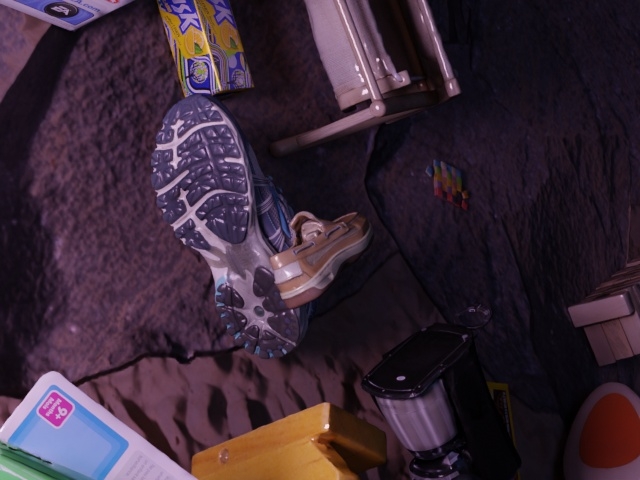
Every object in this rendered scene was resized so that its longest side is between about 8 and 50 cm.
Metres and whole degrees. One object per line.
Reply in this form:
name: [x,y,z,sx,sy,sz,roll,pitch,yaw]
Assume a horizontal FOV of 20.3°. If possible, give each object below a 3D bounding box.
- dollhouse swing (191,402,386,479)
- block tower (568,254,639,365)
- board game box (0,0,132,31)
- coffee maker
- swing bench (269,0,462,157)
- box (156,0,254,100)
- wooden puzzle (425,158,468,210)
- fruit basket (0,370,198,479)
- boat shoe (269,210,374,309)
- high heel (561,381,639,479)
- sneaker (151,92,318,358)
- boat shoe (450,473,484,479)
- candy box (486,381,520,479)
dollhouse swing: [0.040,0.379,1.695,0.305,0.315,0.346,17,61,-33]
block tower: [0.466,0.069,2.459,0.335,0.091,0.097,-28,96,-51]
board game box: [-0.242,-0.318,1.605,0.308,0.302,0.086,19,61,-45]
coffee maker: [0.153,0.192,1.982,0.171,0.120,0.178,-29,116,-10]
swing bench: [0.036,-0.254,2.021,0.255,0.165,0.253,-22,92,-52]
box: [-0.129,-0.233,1.904,0.059,0.054,0.169,-13,85,-52]
wooden puzzle: [0.159,-0.071,2.218,0.083,0.006,0.049,23,59,-43]
fruit basket: [-0.177,0.335,1.415,0.353,0.165,0.327,39,84,-4]
boat shoe: [0.000,0.000,1.819,0.072,0.068,0.190,59,25,-9]
high heel: [0.371,0.370,2.249,0.181,0.127,0.377,72,22,-49]
sneaker: [-0.083,-0.023,1.855,0.122,0.110,0.283,-43,116,-61]
boat shoe: [0.239,0.355,1.800,0.340,0.113,0.127,42,34,2]
candy box: [0.196,0.268,2.109,0.105,0.027,0.206,9,68,-44]
